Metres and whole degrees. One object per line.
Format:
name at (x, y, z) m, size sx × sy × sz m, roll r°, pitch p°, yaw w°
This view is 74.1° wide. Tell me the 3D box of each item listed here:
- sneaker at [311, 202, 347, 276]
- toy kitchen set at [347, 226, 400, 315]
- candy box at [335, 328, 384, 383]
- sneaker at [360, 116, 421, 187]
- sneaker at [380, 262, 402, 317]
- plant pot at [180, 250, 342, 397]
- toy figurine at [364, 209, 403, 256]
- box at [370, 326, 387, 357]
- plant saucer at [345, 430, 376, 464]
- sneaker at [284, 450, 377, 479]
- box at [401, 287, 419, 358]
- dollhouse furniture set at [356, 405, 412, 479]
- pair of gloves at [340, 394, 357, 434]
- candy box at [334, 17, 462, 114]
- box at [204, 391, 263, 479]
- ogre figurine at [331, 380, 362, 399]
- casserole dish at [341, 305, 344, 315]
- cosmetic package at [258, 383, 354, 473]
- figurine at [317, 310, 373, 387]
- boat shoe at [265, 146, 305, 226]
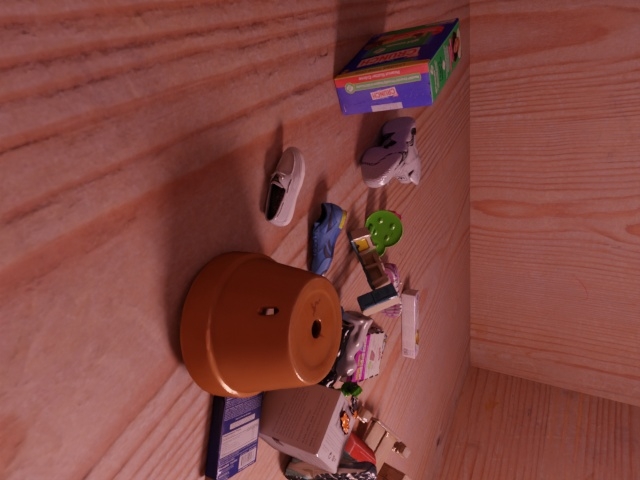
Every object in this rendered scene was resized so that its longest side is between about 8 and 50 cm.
sneaker at (0.000, 0.000, 1.135) m, size 0.082 × 0.069 × 0.209 m, roll 19°, pitch 88°, yaw -27°
toy kitchen set at (0.138, 0.093, 1.306) m, size 0.207 × 0.122 × 0.166 m, roll -110°, pitch 175°, yaw -46°
candy box at (0.135, 0.384, 1.430) m, size 0.233 × 0.071 × 0.159 m, roll 17°, pitch 81°, yaw -59°
sneaker at (0.253, -0.245, 1.427) m, size 0.365 × 0.138 × 0.210 m, roll -60°, pitch 141°, yaw -39°
sneaker at (0.267, 0.182, 1.602) m, size 0.104 × 0.095 × 0.236 m, roll -54°, pitch 139°, yaw -52°
plant pot at (-0.091, 0.166, 0.823) m, size 0.291 × 0.204 × 0.290 m, roll 3°, pitch 87°, yaw -60°
toy figurine at (0.231, -0.039, 1.484) m, size 0.159 × 0.130 × 0.173 m, roll -36°, pitch 149°, yaw -63°
box at (0.213, 0.390, 1.611) m, size 0.137 × 0.027 × 0.093 m, roll 43°, pitch 60°, yaw -55°
plant saucer at (0.083, 0.776, 1.378) m, size 0.259 × 0.048 × 0.258 m, roll -55°, pitch 135°, yaw -23°
sneaker at (0.024, 0.568, 1.102) m, size 0.110 × 0.283 × 0.122 m, roll 46°, pitch 42°, yaw -29°
box at (0.403, 0.374, 1.900) m, size 0.063 × 0.067 × 0.323 m, roll -34°, pitch 124°, yaw -54°
dollhouse furniture set at (0.152, 0.839, 1.596) m, size 0.355 × 0.174 × 0.303 m, roll 47°, pitch 64°, yaw -18°
pair of gloves at (0.072, 0.420, 1.019) m, size 0.083 × 0.010 × 0.074 m, roll -47°, pitch 135°, yaw -49°
candy box at (0.226, -0.491, 1.197) m, size 0.317 × 0.268 × 0.122 m, roll -58°, pitch 139°, yaw -36°
box at (-0.180, 0.389, 0.919) m, size 0.136 × 0.037 × 0.225 m, roll 9°, pitch 88°, yaw -61°
ogre figurine at (0.039, 0.471, 1.227) m, size 0.197 × 0.097 × 0.118 m, roll -60°, pitch 172°, yaw 4°
casserole dish at (0.029, 0.278, 1.257) m, size 0.114 × 0.037 × 0.188 m, roll -16°, pitch 109°, yaw -58°
cosmetic package at (-0.036, 0.440, 1.031) m, size 0.151 × 0.184 × 0.151 m, roll -63°, pitch 144°, yaw -33°
figurine at (0.058, 0.317, 1.210) m, size 0.215 × 0.093 × 0.209 m, roll 5°, pitch 100°, yaw -61°
boat shoe at (-0.087, -0.125, 0.951) m, size 0.063 × 0.066 × 0.184 m, roll 12°, pitch 95°, yaw -61°
